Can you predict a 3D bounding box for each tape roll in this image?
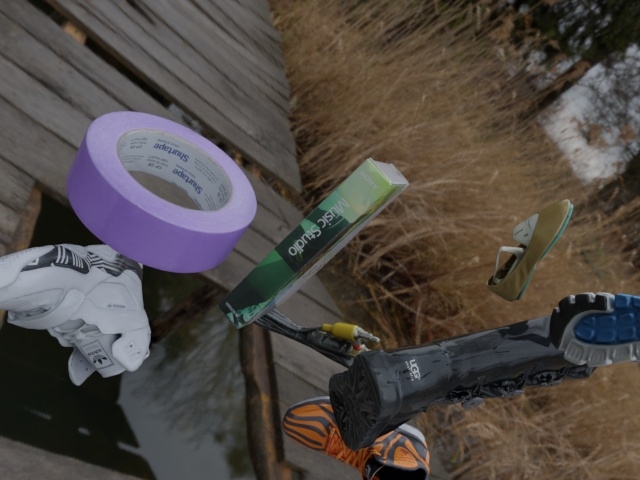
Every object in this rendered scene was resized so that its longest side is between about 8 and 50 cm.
[{"bbox_3d":[-0.239,-0.079,0.932,0.275,0.090,0.274,28,30,-17],"label":"tape roll"}]

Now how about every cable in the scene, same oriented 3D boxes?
[{"bbox_3d":[-0.017,0.192,1.270,0.072,0.287,0.139,-61,157,-27],"label":"cable"}]

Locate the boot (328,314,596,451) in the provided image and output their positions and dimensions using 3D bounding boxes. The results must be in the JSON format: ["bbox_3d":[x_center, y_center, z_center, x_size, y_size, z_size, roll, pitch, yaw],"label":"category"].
[{"bbox_3d":[0.262,0.253,1.125,0.367,0.445,0.146,117,-42,-64],"label":"boot"}]

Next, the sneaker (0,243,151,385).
[{"bbox_3d":[-0.380,0.120,0.927,0.366,0.137,0.210,-2,76,-73],"label":"sneaker"}]

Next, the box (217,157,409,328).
[{"bbox_3d":[0.000,0.000,0.973,0.058,0.322,0.232,47,15,6],"label":"box"}]

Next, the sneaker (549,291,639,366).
[{"bbox_3d":[0.274,0.066,0.441,0.083,0.191,0.071,3,90,-34],"label":"sneaker"}]

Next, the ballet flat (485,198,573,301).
[{"bbox_3d":[0.356,0.017,1.053,0.073,0.232,0.080,22,37,7],"label":"ballet flat"}]

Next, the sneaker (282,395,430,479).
[{"bbox_3d":[0.073,0.425,1.231,0.321,0.124,0.180,11,12,2],"label":"sneaker"}]
